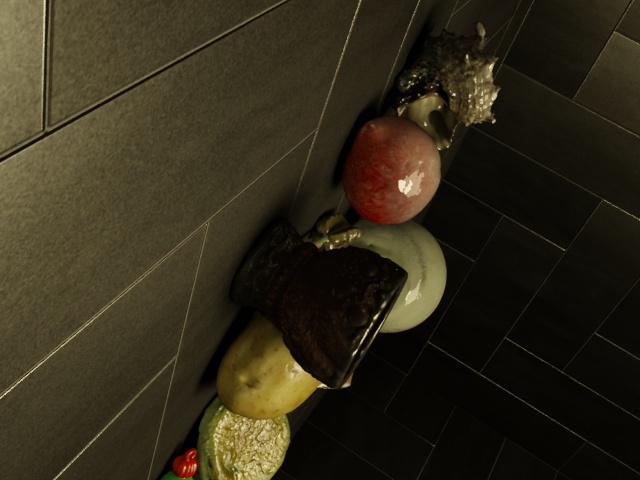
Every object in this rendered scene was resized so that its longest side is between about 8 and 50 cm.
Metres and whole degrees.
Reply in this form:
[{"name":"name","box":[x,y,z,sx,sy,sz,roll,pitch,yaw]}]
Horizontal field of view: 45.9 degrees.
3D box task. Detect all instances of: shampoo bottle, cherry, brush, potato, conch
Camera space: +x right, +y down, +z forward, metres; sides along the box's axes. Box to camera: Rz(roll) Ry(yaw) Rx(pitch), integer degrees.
[{"name":"shampoo bottle","box":[0.174,0.087,2.040,0.323,0.322,0.317,-59,160,4]},{"name":"cherry","box":[0.158,-0.155,1.626,0.239,0.206,0.239,-45,171,-9]},{"name":"brush","box":[0.000,0.000,1.700,0.301,0.084,0.071,-28,149,-58]},{"name":"potato","box":[-0.115,0.282,1.625,0.243,0.242,0.285,-57,178,-8]},{"name":"conch","box":[0.289,-0.328,1.674,0.186,0.241,0.313,-22,157,-50]}]

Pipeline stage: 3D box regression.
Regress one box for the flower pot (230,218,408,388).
[{"name":"flower pot","box":[-0.011,0.104,1.429,0.267,0.267,0.267,-57,169,-17]}]

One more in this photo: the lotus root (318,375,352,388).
[{"name":"lotus root","box":[-0.036,0.276,1.883,0.272,0.272,0.192,19,82,-78]}]

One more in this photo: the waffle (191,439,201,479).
[{"name":"waffle","box":[-0.277,0.574,1.962,0.213,0.091,0.308,-53,167,-26]}]

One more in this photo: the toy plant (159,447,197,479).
[{"name":"toy plant","box":[-0.348,0.589,1.717,0.154,0.088,0.240,-28,140,-42]}]

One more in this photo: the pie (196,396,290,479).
[{"name":"pie","box":[-0.187,0.481,1.815,0.277,0.078,0.277,-7,100,-48]}]
